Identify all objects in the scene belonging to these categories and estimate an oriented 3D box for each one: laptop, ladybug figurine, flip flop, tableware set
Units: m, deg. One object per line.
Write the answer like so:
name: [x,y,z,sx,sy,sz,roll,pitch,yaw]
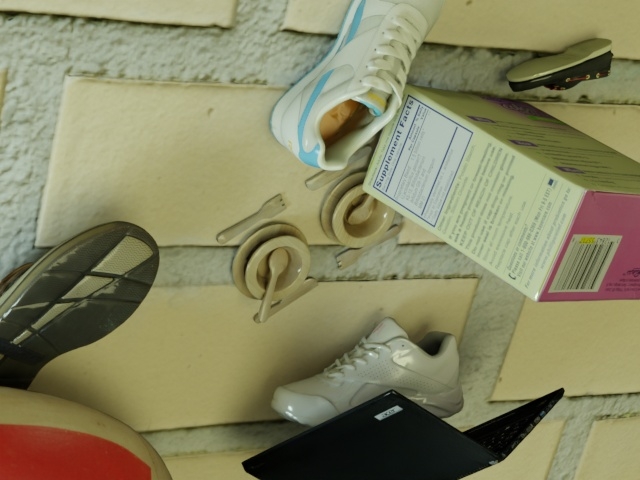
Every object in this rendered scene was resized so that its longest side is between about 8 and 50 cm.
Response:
laptop: [0.092,0.202,1.586,0.234,0.136,0.264,-30,-178,38]
ladybug figurine: [-0.322,0.280,1.370,0.449,0.162,0.305,17,121,-38]
flip flop: [-0.269,0.070,1.368,0.277,0.080,0.112,-41,134,16]
tableware set: [0.000,0.000,1.511,0.194,0.039,0.128,-32,130,-12]

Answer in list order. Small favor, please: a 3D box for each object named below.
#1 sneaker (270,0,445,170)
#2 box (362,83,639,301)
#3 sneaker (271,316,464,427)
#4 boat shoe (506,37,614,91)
sneaker: [0.053,-0.165,1.410,0.087,0.092,0.228,32,97,-39]
box: [0.207,-0.046,1.452,0.213,0.243,0.117,1,117,-47]
sneaker: [0.051,0.141,1.610,0.232,0.090,0.115,-6,104,-30]
boat shoe: [0.254,-0.176,1.556,0.133,0.049,0.042,-20,118,-26]
